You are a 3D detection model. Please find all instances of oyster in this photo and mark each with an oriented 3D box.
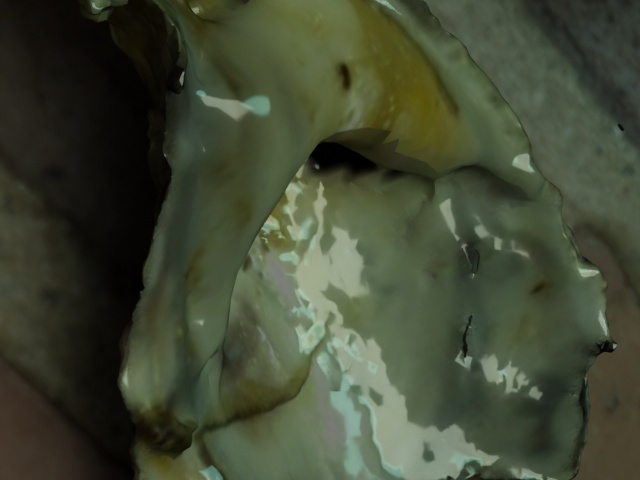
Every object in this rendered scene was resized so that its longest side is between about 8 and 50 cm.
[{"bbox_3d":[-0.007,0.001,0.657,0.275,0.100,0.271,7,82,-44],"label":"oyster"}]
